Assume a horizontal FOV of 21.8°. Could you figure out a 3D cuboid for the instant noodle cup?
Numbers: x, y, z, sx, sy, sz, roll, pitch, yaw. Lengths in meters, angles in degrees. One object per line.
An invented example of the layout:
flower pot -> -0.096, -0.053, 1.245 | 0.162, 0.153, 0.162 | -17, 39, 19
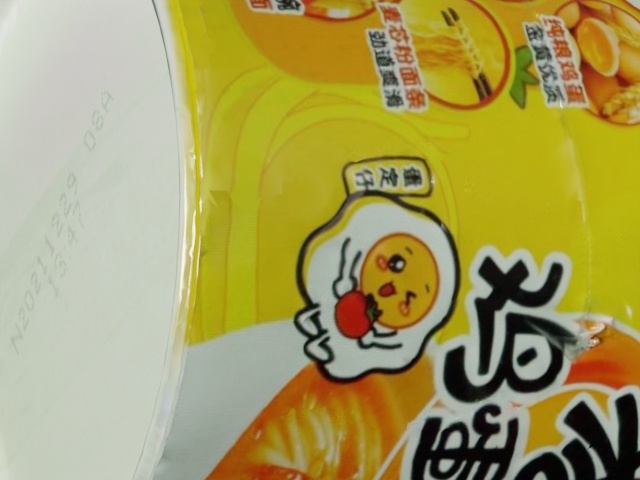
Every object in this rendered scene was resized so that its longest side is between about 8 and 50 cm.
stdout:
instant noodle cup -> 0.000, 0.000, 0.490 | 0.264, 0.200, 0.264 | -11, 77, 56
